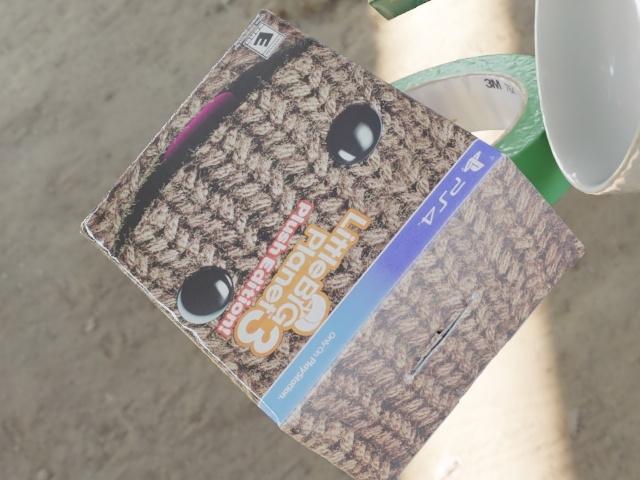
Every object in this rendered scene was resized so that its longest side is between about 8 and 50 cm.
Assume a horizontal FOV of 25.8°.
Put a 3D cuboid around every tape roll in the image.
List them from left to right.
[{"bbox_3d":[0.120,-0.087,1.493,0.321,0.077,0.321,-20,28,11],"label":"tape roll"}]

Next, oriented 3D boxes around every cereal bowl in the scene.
[{"bbox_3d":[0.304,-0.208,1.230,0.141,0.339,0.339,0,39,-8],"label":"cereal bowl"}]

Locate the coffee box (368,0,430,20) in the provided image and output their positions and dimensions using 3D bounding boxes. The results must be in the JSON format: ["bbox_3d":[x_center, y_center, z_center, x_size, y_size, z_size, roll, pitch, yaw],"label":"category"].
[{"bbox_3d":[0.080,-0.291,1.193,0.113,0.040,0.184,-20,64,24],"label":"coffee box"}]

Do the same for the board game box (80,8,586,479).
[{"bbox_3d":[0.000,0.000,1.035,0.232,0.141,0.291,-51,46,-2],"label":"board game box"}]
